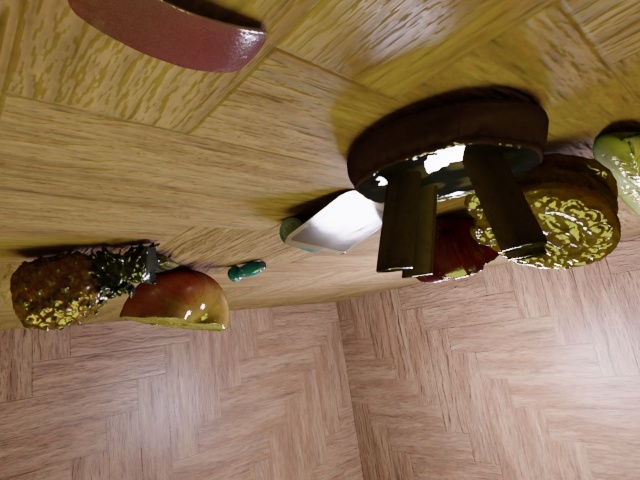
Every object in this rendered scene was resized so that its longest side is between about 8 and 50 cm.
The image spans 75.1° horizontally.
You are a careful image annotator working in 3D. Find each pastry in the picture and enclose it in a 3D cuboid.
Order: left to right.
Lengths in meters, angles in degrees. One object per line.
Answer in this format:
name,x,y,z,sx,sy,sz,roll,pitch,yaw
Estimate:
pastry,0.395,-0.051,0.746,0.235,0.132,0.240,6,145,31

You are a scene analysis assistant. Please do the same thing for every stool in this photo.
stool,0.179,-0.054,0.571,0.272,0.178,0.272,-7,169,-1

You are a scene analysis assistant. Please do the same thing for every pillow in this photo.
pillow,-0.455,0.064,0.997,0.204,0.038,0.113,-7,171,-6

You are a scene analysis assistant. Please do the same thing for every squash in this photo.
squash,0.522,-0.110,0.717,0.252,0.093,0.169,-4,122,-24

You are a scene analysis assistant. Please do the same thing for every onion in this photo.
onion,0.340,0.021,1.074,0.248,0.161,0.248,-5,178,0

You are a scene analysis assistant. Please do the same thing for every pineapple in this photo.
pineapple,-0.460,0.079,0.858,0.279,0.157,0.158,-18,170,-15

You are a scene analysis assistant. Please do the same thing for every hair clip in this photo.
hair clip,-0.103,-0.152,0.300,0.137,0.022,0.054,2,160,-41

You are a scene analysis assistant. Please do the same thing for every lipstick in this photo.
lipstick,0.000,0.000,0.961,0.068,0.061,0.274,-18,164,22

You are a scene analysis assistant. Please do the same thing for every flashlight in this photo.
flashlight,-0.224,0.090,1.257,0.129,0.051,0.051,-20,164,25

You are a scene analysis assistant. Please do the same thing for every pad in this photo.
pad,0.052,-0.028,0.866,0.176,0.002,0.266,-36,157,21

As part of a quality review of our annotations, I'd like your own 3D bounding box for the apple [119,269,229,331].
apple,-0.406,0.167,1.208,0.251,0.163,0.293,-8,157,36
